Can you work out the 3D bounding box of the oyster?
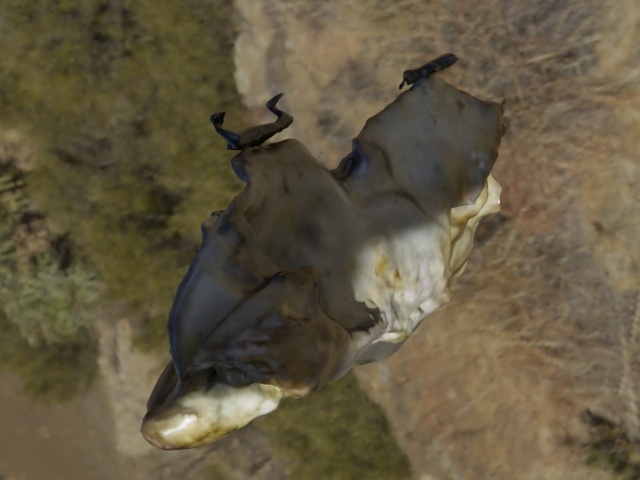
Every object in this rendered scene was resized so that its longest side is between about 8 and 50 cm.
[{"bbox_3d":[0.007,-0.003,0.661,0.198,0.337,0.133,-43,86,20],"label":"oyster"}]
